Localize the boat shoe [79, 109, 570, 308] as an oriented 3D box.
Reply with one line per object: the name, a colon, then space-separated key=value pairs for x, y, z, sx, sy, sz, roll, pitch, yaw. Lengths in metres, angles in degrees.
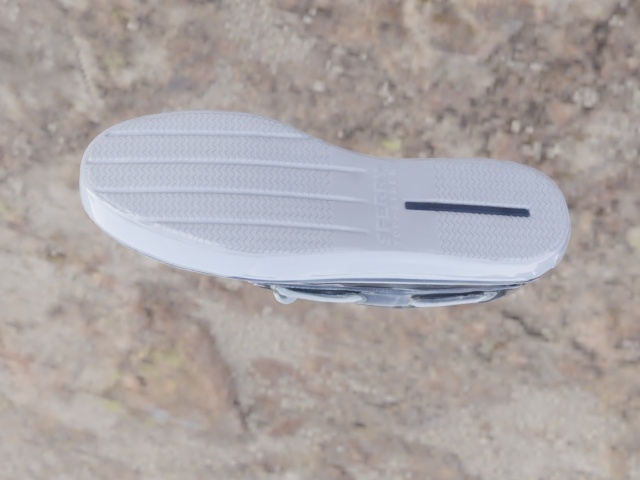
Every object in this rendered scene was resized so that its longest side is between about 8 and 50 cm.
boat shoe: x=0.000 y=0.000 z=0.999 sx=0.335 sy=0.121 sz=0.119 roll=9 pitch=147 yaw=-6
